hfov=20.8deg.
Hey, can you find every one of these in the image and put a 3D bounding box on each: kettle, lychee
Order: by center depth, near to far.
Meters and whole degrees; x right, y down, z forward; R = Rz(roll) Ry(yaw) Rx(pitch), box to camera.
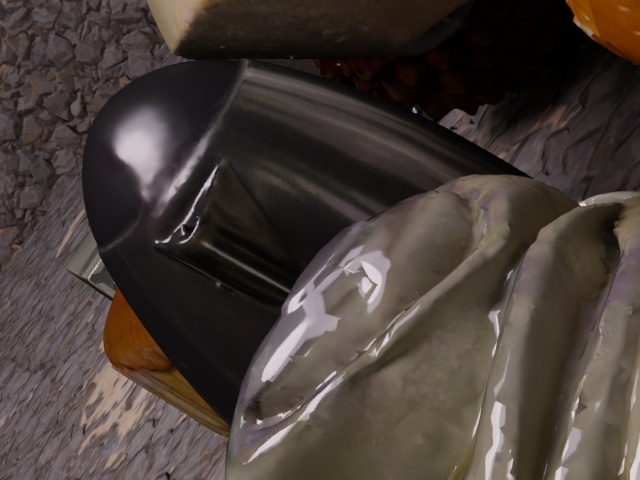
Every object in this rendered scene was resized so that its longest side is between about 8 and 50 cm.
[{"bbox_3d":[0.007,-0.002,0.889,0.207,0.271,0.251,-39,22,44],"label":"kettle"},{"bbox_3d":[0.083,-0.246,1.173,0.306,0.306,0.330,158,117,-64],"label":"lychee"}]

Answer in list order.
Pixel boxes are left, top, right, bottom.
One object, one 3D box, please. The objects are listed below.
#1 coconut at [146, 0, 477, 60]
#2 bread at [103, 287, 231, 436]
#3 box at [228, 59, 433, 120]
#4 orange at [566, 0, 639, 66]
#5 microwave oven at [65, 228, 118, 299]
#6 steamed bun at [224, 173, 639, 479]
[{"bbox_3d":[-0.001,-0.208,0.924,0.239,0.244,0.239,-28,-6,-3],"label":"coconut"},{"bbox_3d":[-0.043,0.017,1.228,0.288,0.156,0.204,-24,36,60],"label":"bread"},{"bbox_3d":[0.028,-0.164,1.362,0.325,0.180,0.047,-53,7,3],"label":"box"},{"bbox_3d":[0.193,-0.179,0.804,0.234,0.234,0.182,-27,32,60],"label":"orange"},{"bbox_3d":[-0.086,-0.031,1.490,0.240,0.145,0.194,-56,17,-7],"label":"microwave oven"},{"bbox_3d":[0.071,0.083,0.634,0.268,0.207,0.280,-55,17,-6],"label":"steamed bun"}]
